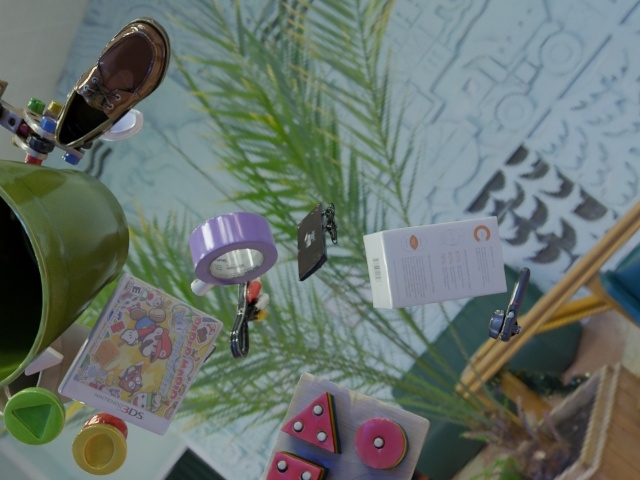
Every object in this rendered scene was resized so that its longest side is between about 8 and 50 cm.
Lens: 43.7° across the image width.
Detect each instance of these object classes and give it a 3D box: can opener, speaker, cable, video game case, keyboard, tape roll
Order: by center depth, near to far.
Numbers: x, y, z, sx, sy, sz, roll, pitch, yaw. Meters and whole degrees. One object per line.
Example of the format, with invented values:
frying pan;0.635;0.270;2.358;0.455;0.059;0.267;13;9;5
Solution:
video game case;-0.305;0.200;1.383;0.026;0.206;0.226;14;74;59
keyboard;0.000;0.000;1.482;0.100;0.038;0.192;-44;26;24
tape roll;-0.195;0.021;1.790;0.189;0.080;0.189;-14;-28;-8
can opener;0.455;0.151;1.877;0.059;0.073;0.186;14;-82;-81
cable;-0.175;0.177;1.980;0.072;0.139;0.287;-9;20;5
speaker;-0.331;0.112;2.389;0.136;0.055;0.055;-41;1;39

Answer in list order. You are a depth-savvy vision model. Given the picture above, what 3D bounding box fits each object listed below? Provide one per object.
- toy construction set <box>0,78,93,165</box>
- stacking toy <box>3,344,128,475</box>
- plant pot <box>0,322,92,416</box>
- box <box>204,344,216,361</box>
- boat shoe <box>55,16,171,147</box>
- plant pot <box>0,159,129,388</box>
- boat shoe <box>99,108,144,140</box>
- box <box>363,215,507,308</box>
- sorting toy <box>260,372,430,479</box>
toy construction set;-0.675;-0.242;1.842;0.308;0.237;0.257;-66;-5;36
stacking toy;-0.534;0.338;1.786;0.130;0.280;0.308;-94;22;-77
plant pot;-0.773;0.354;2.338;0.280;0.323;0.323;12;-58;-48
box;-0.395;0.209;2.058;0.056;0.183;0.231;-52;-43;-14
boat shoe;-0.366;-0.259;1.395;0.307;0.111;0.104;-41;14;40
plant pot;-0.504;0.021;1.317;0.366;0.366;0.353;-53;-6;19
boat shoe;-0.675;-0.358;2.423;0.096;0.277;0.098;31;-122;-71
box;0.319;0.063;2.240;0.346;0.214;0.168;-7;-2;-15
sorting toy;0.031;0.396;1.437;0.255;0.257;0.089;-68;-19;-10
